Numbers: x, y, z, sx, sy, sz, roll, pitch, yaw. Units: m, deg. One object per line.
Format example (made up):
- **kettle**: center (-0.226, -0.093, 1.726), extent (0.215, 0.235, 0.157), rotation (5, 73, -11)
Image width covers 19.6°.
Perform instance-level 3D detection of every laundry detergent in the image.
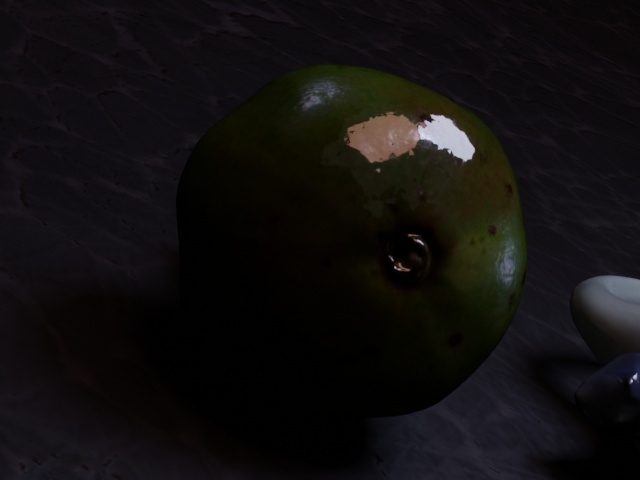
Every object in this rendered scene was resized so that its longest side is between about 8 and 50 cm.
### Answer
- **laundry detergent**: center (0.251, 0.089, 1.101), extent (0.280, 0.105, 0.215), rotation (8, 28, -36)

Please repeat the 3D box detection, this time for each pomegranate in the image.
- **pomegranate**: center (0.002, 0.000, 0.963), extent (0.187, 0.187, 0.225), rotation (15, -4, -25)
